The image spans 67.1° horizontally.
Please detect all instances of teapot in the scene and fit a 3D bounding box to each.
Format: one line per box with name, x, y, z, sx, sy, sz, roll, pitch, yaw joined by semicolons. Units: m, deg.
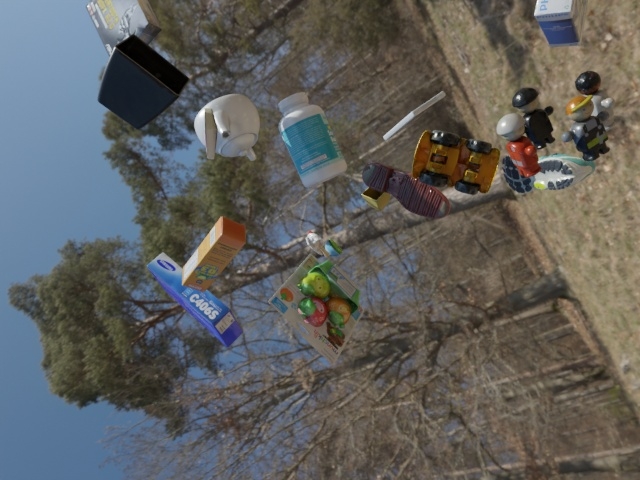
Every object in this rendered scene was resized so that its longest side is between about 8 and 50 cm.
teapot;-0.314;-0.385;1.739;0.256;0.252;0.187;-23;-101;-39

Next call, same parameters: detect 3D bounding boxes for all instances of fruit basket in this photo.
fruit basket;0.008;0.239;1.810;0.327;0.165;0.353;46;-148;-2

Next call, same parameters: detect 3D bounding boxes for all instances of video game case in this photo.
video game case;0.343;-0.456;1.776;0.183;0.201;0.023;-37;-87;-27

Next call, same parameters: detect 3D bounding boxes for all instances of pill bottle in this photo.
pill bottle;-0.033;-0.303;1.451;0.146;0.146;0.264;-31;-82;-57

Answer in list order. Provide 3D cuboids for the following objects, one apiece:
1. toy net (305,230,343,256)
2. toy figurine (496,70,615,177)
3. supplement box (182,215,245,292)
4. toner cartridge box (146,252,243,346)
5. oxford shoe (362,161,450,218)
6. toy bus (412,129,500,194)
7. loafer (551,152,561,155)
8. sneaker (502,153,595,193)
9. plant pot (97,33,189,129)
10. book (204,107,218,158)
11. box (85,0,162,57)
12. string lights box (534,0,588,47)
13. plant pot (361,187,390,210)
toy net;0.000;0.000;1.576;0.122;0.045;0.232;51;-171;16
toy figurine;0.507;-0.257;1.036;0.213;0.209;0.148;-47;-66;-37
supplement box;-0.297;0.043;1.336;0.078;0.233;0.080;23;-142;-30
toner cartridge box;-0.410;0.191;1.574;0.348;0.165;0.075;33;-116;28
oxford shoe;0.316;-0.186;1.687;0.348;0.123;0.130;36;-154;29
toy bus;0.383;-0.226;1.387;0.220;0.149;0.211;15;-166;10
loafer;0.746;-0.235;1.499;0.223;0.076;0.078;-13;-86;-27
sneaker;0.602;-0.186;1.300;0.110;0.275;0.107;-19;-72;-18
plant pot;-0.496;-0.421;1.325;0.188;0.167;0.187;35;-157;-23
book;-0.328;-0.315;1.418;0.035;0.096;0.144;-1;-142;-18
box;-0.593;-0.668;1.447;0.056;0.183;0.231;-8;-112;-61
string lights box;0.568;-0.556;1.130;0.260;0.077;0.133;-8;-75;-57
plant pot;0.224;-0.164;1.885;0.081;0.081;0.083;-44;-43;-18
